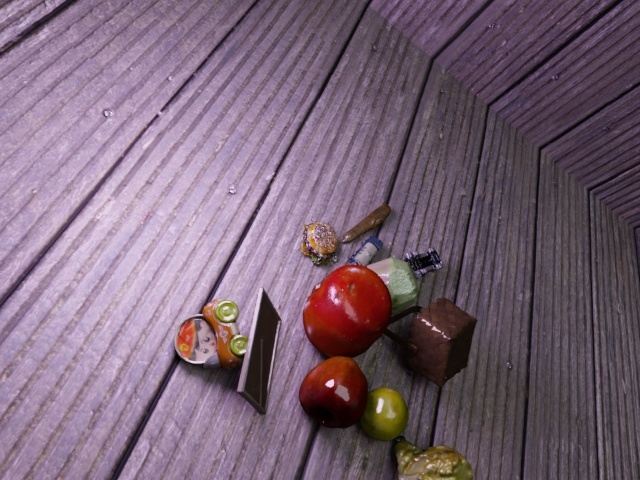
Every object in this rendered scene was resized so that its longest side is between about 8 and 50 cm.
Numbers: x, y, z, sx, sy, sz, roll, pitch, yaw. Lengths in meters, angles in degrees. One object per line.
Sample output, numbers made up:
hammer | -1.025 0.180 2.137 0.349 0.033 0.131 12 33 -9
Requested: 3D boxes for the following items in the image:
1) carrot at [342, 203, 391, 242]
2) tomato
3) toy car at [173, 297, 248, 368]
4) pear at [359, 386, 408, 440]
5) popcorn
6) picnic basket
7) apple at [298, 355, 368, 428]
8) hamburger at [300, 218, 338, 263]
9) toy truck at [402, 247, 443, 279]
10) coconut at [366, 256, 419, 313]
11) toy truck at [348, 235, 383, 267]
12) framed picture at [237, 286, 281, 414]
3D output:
carrot | 0.206 -0.070 2.157 0.342 0.070 0.070 -36 88 -39
tomato | 0.096 0.257 1.768 0.290 0.293 0.325 46 39 11
toy car | -0.346 0.311 1.549 0.234 0.145 0.235 4 71 -12
pear | 0.201 0.602 1.739 0.216 0.166 0.180 18 68 1
popcorn | 0.392 0.822 1.682 0.292 0.293 0.237 12 78 -28
picnic basket | 0.425 0.369 1.945 0.254 0.292 0.320 -19 34 -37
apple | 0.053 0.508 1.645 0.233 0.234 0.234 16 58 -27
hamburger | 0.002 0.004 1.958 0.163 0.093 0.190 11 62 -30
toy truck | 0.417 0.113 2.161 0.253 0.124 0.114 -13 74 -40
coconut | 0.264 0.181 1.968 0.235 0.236 0.205 16 40 -27
toy truck | 0.185 0.057 2.056 0.074 0.088 0.202 46 49 -3
framed picture | -0.186 0.353 1.575 0.022 0.247 0.335 0 57 12
